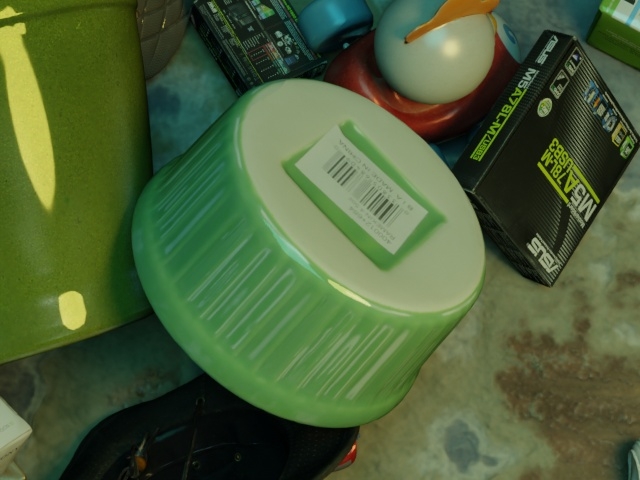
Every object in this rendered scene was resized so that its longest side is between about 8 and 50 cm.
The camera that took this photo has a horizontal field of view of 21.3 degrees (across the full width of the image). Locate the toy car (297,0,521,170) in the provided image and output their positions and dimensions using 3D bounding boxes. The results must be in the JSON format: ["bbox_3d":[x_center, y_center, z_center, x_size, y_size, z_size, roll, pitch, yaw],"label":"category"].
[{"bbox_3d":[0.120,-0.183,1.625,0.210,0.238,0.219,-22,80,-20],"label":"toy car"}]

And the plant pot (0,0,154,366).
[{"bbox_3d":[-0.303,-0.069,1.566,0.366,0.366,0.353,-17,92,-5],"label":"plant pot"}]

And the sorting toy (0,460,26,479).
[{"bbox_3d":[-0.366,0.231,1.635,0.132,0.046,0.274,-41,80,-9],"label":"sorting toy"}]

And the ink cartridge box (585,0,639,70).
[{"bbox_3d":[0.429,-0.235,1.729,0.255,0.097,0.188,29,78,6],"label":"ink cartridge box"}]

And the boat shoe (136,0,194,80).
[{"bbox_3d":[-0.201,-0.320,1.743,0.116,0.123,0.324,1,85,34],"label":"boat shoe"}]

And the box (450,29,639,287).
[{"bbox_3d":[0.220,-0.077,1.650,0.045,0.190,0.184,21,72,41],"label":"box"}]

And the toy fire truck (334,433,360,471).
[{"bbox_3d":[0.032,0.127,1.664,0.135,0.047,0.192,-6,78,-3],"label":"toy fire truck"}]

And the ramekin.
[{"bbox_3d":[0.000,0.000,1.502,0.303,0.148,0.303,25,39,-22],"label":"ramekin"}]

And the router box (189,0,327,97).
[{"bbox_3d":[-0.064,-0.206,1.735,0.092,0.038,0.122,-28,79,-20],"label":"router box"}]

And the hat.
[{"bbox_3d":[-0.097,0.251,1.563,0.331,0.331,0.134,-32,117,-8],"label":"hat"}]

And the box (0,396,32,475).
[{"bbox_3d":[-0.416,0.191,1.532,0.232,0.058,0.322,44,125,9],"label":"box"}]

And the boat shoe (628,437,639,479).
[{"bbox_3d":[0.306,0.282,1.629,0.063,0.066,0.184,-5,87,-3],"label":"boat shoe"}]
